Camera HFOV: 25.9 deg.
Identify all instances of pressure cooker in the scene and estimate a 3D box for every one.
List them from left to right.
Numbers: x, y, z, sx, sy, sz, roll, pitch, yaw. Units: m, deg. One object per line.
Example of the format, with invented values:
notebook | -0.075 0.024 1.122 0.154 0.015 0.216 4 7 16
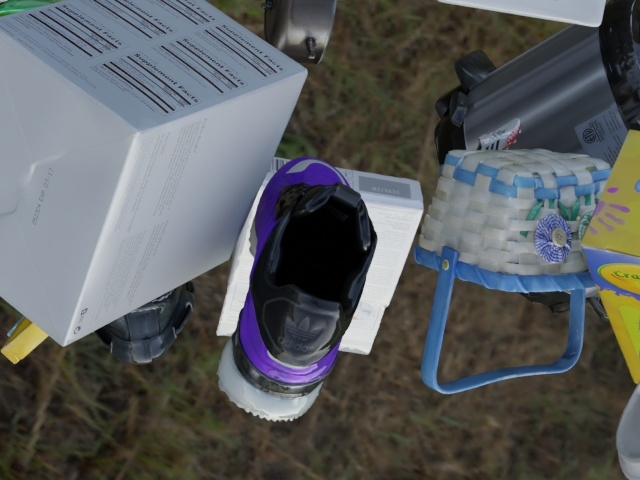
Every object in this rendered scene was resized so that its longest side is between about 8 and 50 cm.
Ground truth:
pressure cooker | 0.367 -0.113 1.979 0.376 0.420 0.369 27 46 -37

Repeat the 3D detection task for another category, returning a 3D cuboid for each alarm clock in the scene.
alarm clock | -0.021 -0.263 1.403 0.064 0.129 0.192 8 80 -11

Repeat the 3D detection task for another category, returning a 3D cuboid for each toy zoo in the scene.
toy zoo | -0.337 0.060 1.923 0.030 0.293 0.192 44 27 -12

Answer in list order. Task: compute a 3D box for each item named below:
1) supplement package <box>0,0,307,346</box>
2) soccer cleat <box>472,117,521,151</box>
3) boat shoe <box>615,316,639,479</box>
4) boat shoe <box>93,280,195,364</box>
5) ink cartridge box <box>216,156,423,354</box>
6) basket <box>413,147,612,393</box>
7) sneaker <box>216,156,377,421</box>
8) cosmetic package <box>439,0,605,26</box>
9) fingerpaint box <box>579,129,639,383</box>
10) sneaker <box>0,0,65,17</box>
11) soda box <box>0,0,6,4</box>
supplement package | -0.150 -0.066 1.035 0.203 0.149 0.194 -29 150 -52
soccer cleat | 0.220 -0.127 1.769 0.036 0.029 0.083 35 108 -27
boat shoe | 0.209 0.046 0.729 0.084 0.095 0.258 11 134 -17
boat shoe | -0.194 0.067 1.480 0.127 0.340 0.113 -11 95 -12
ink cartridge box | -0.006 0.019 1.490 0.181 0.056 0.224 9 133 -10
basket | 0.236 0.036 1.696 0.255 0.201 0.288 -8 112 -38
sneaker | 0.001 0.000 1.125 0.102 0.293 0.146 19 127 -8
cosmetic package | 0.140 -0.217 1.022 0.117 0.231 0.085 9 107 -3
fingerpaint box | 0.549 0.077 1.522 0.163 0.445 0.371 -63 148 -19
sneaker | -0.330 -0.256 1.740 0.296 0.123 0.109 -10 121 -31
soda box | -0.396 -0.329 1.576 0.053 0.169 0.060 -27 140 14
